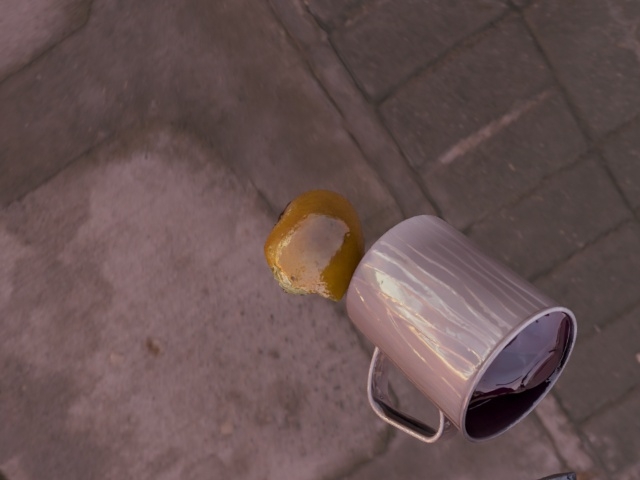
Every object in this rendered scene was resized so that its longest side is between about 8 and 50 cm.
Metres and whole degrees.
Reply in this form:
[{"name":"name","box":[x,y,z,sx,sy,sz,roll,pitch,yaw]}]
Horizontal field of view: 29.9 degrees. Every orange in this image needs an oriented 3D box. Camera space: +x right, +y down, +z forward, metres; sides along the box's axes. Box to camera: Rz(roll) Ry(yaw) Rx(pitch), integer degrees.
[{"name":"orange","box":[0.000,0.000,1.731,0.160,0.112,0.170,-14,66,-30]}]

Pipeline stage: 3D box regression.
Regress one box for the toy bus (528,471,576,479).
[{"name":"toy bus","box":[0.253,0.543,1.572,0.249,0.209,0.440,-13,79,23]}]

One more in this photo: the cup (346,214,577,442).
[{"name":"cup","box":[0.190,0.140,1.686,0.208,0.273,0.288,-27,140,-28]}]
